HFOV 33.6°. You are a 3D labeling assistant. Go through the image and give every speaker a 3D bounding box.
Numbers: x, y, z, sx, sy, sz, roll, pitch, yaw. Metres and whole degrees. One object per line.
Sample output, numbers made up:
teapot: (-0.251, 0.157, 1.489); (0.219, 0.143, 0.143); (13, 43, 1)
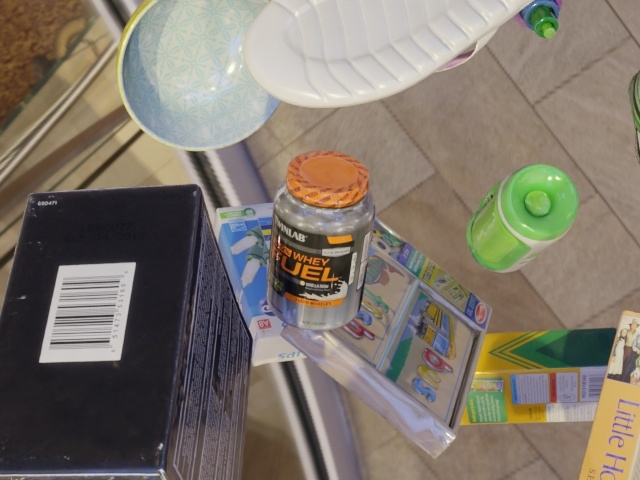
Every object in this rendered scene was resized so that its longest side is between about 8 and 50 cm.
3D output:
speaker: (0.318, -0.030, 1.708); (0.131, 0.296, 0.131); (1, 77, -4)

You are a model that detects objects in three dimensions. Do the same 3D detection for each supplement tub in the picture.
supplement tub: (0.000, 0.000, 1.218); (0.117, 0.117, 0.190); (9, 126, 5)

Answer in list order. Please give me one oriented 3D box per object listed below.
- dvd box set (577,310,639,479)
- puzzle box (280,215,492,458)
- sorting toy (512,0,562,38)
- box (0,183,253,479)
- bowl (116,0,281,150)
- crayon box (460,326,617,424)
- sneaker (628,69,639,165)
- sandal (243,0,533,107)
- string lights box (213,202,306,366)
dvd box set: (0.357, 0.330, 1.290); (0.062, 0.307, 0.420); (12, 72, 24)
puzzle box: (0.115, 0.120, 1.570); (0.272, 0.409, 0.052); (39, 116, -2)
sorting toy: (0.316, -0.380, 1.190); (0.127, 0.126, 0.365); (12, 128, -16)
box: (-0.184, 0.152, 1.032); (0.183, 0.296, 0.294); (-3, 144, 8)
bowl: (-0.203, -0.309, 1.741); (0.290, 0.156, 0.289); (-10, 122, -17)
crayon box: (0.350, 0.240, 1.836); (0.323, 0.083, 0.203); (-4, 145, 10)
sneaker: (0.480, -0.072, 1.327); (0.134, 0.146, 0.343); (-14, 94, -3)
sandal: (0.117, -0.255, 1.191); (0.416, 0.102, 0.169); (-25, 73, -3)
string lights box: (-0.071, 0.062, 1.647); (0.133, 0.259, 0.076); (-7, 141, -20)
